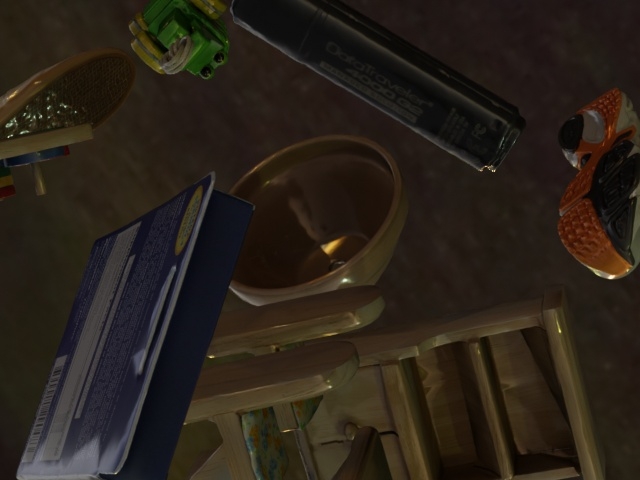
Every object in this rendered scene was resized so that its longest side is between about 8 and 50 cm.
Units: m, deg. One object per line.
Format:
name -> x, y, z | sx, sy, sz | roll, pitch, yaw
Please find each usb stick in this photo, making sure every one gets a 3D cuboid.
usb stick -> 0.047, -0.152, 1.441 | 0.278, 0.045, 0.077 | 32, 137, 2

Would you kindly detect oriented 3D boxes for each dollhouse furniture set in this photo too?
dollhouse furniture set -> 0.081, 0.201, 1.322 | 0.394, 0.256, 0.362 | -61, -43, -70

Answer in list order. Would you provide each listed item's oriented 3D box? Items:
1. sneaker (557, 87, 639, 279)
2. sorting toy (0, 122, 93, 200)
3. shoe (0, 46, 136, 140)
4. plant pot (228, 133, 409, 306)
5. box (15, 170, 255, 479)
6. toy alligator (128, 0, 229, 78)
sneaker -> 0.292, -0.037, 1.546 | 0.121, 0.099, 0.262 | 42, -149, -19
sorting toy -> -0.259, -0.044, 1.216 | 0.132, 0.274, 0.046 | -7, 98, 40
shoe -> -0.267, -0.113, 1.505 | 0.058, 0.219, 0.076 | 42, 161, 45
plant pot -> 0.000, 0.000, 1.904 | 0.237, 0.237, 0.110 | 40, 167, 46
box -> -0.087, 0.051, 0.781 | 0.036, 0.136, 0.225 | 21, 166, -15
toy alligator -> -0.075, -0.118, 0.982 | 0.051, 0.056, 0.190 | 40, -169, -22
